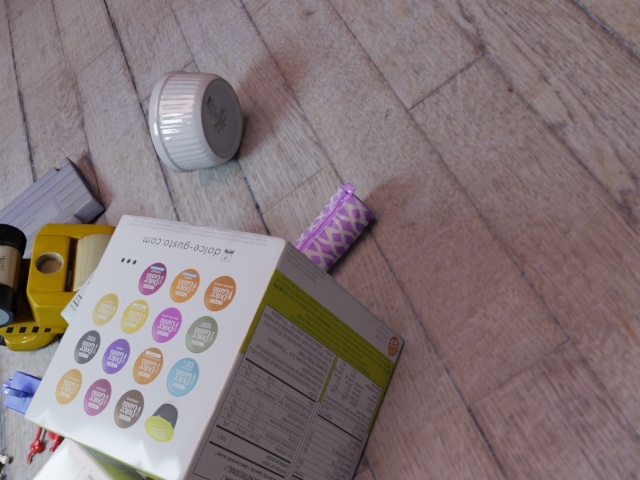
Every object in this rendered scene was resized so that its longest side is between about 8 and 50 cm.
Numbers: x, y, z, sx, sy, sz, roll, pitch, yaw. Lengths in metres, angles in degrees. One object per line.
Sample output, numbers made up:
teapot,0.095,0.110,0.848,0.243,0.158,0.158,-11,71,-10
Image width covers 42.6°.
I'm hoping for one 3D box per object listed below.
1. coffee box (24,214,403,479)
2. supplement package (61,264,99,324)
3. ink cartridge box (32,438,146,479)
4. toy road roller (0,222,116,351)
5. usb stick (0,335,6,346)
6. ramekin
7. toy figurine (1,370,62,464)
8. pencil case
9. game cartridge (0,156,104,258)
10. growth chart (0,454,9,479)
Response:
coffee box,-0.143,0.199,1.203,0.337,0.338,0.335,8,67,39
supplement package,-0.305,0.122,1.467,0.203,0.194,0.149,-53,46,-4
ink cartridge box,-0.307,0.488,1.245,0.353,0.119,0.207,36,85,26
toy road roller,-0.554,0.109,1.686,0.329,0.241,0.203,0,53,-8
usb stick,-0.755,0.156,1.867,0.278,0.045,0.077,26,83,43
ramekin,-0.244,-0.242,1.662,0.108,0.207,0.207,0,61,25
toy figurine,-0.462,0.320,1.433,0.362,0.217,0.191,10,68,40
pencil case,0.000,0.000,1.405,0.206,0.088,0.086,-50,48,-4
game cartridge,-0.676,-0.018,1.894,0.355,0.068,0.230,-40,49,-4
growth chart,-0.682,0.519,1.595,0.171,0.021,0.237,-3,61,33
